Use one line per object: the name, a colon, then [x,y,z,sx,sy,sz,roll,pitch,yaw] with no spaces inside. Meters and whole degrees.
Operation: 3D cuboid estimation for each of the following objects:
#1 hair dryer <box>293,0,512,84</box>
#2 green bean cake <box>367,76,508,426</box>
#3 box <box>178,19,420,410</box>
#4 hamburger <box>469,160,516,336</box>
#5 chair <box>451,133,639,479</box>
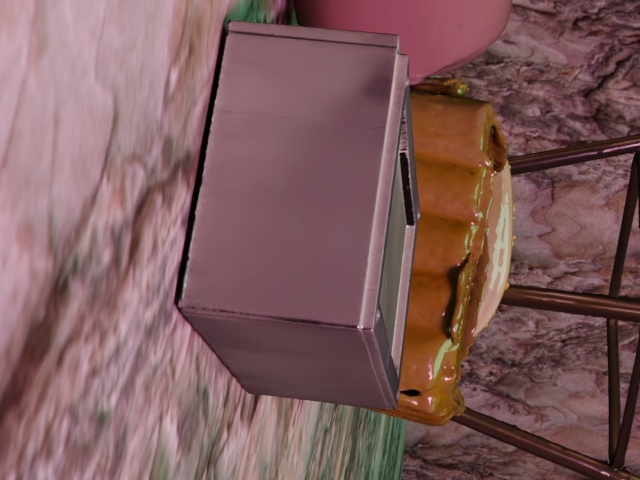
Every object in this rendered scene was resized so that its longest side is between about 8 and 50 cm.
hair dryer: [0.052,-0.275,0.769,0.210,0.125,0.352,91,2,-46]
green bean cake: [0.057,0.013,0.979,0.224,0.131,0.229,60,40,-75]
box: [0.000,0.000,0.664,0.225,0.086,0.129,71,27,-74]
hamburger: [0.099,-0.010,1.220,0.116,0.173,0.210,14,80,-45]
chair: [0.276,0.073,1.677,0.362,0.410,0.364,-78,171,-45]
